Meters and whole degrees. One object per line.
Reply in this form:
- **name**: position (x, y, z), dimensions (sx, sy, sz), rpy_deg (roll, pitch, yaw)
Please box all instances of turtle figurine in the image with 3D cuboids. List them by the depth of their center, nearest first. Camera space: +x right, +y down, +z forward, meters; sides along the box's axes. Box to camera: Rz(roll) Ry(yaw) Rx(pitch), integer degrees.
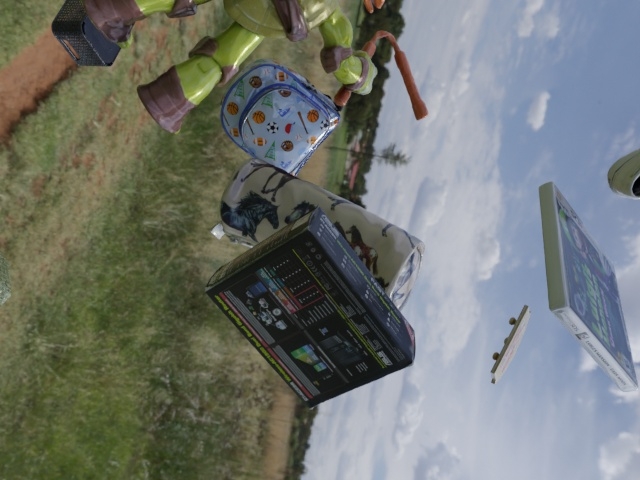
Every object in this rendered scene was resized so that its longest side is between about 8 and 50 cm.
- **turtle figurine**: position (-0.034, -0.161, 0.370), dimensions (0.269, 0.217, 0.087), rpy_deg (59, 5, -31)

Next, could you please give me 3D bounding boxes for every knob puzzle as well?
- **knob puzzle**: position (0.438, 0.245, 1.232), dimensions (0.213, 0.030, 0.213), rpy_deg (-39, 142, -39)

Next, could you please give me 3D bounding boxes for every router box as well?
- **router box**: position (-0.005, 0.050, 0.365), dimensions (0.092, 0.122, 0.038), rpy_deg (-30, -163, 24)

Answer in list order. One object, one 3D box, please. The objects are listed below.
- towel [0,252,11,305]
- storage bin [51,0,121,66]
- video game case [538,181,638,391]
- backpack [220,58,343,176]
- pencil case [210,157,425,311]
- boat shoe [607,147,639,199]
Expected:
- **towel**: position (-0.355, 0.005, 0.532), dimensions (0.148, 0.027, 0.110), rpy_deg (27, -35, 53)
- **storage bin**: position (-0.518, -0.504, 1.216), dimensions (0.122, 0.084, 0.180), rpy_deg (67, 34, -59)
- **video game case**: position (0.308, 0.049, 0.610), dimensions (0.022, 0.173, 0.190), rpy_deg (-27, -147, 38)
- **backpack**: position (-0.113, -0.302, 1.296), dimensions (0.276, 0.263, 0.213), rpy_deg (-49, -163, 11)
- **pencil case**: position (0.000, 0.000, 1.004), dimensions (0.184, 0.410, 0.160), rpy_deg (-61, 162, -5)
- **boat shoe**: position (0.628, -0.161, 0.893), dimensions (0.096, 0.267, 0.088), rpy_deg (54, 15, -16)
